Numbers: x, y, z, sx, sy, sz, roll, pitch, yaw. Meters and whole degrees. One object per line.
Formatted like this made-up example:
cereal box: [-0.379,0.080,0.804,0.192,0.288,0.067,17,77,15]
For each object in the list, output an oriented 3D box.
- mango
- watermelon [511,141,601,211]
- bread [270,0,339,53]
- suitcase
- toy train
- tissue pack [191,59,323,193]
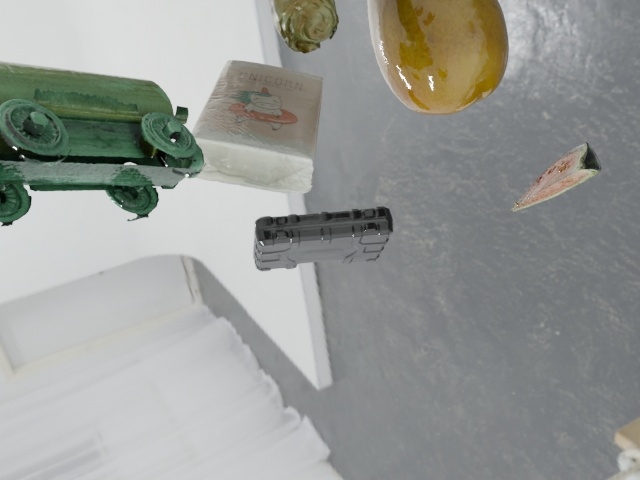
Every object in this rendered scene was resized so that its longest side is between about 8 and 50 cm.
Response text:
mango: [0.189,-0.397,1.240,0.264,0.221,0.378,76,177,-81]
watermelon: [0.431,-0.114,1.292,0.063,0.119,0.245,59,161,4]
bread: [-0.039,-0.390,1.048,0.128,0.088,0.231,133,130,-60]
suitcase: [0.000,-0.001,1.513,0.206,0.286,0.066,108,155,-70]
toy train: [-0.260,-0.124,0.748,0.126,0.307,0.189,-36,71,37]
tissue pack: [-0.084,-0.180,1.048,0.325,0.170,0.071,-85,4,-58]
